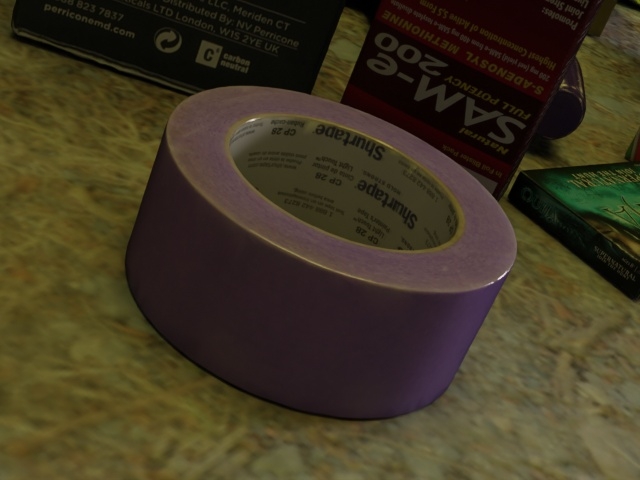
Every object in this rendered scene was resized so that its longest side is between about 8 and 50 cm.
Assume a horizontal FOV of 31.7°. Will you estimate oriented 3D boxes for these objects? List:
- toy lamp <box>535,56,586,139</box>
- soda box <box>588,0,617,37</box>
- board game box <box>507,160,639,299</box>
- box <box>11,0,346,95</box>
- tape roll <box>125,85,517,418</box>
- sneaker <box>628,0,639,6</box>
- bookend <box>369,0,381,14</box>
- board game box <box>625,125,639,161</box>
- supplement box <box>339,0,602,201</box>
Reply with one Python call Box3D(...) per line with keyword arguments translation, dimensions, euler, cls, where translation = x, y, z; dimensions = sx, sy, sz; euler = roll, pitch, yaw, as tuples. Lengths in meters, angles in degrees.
Box3D(translation=(0.171, -0.173, 1.004), dimensions=(0.080, 0.080, 0.275), euler=(13, 31, -17), cls="toy lamp")
Box3D(translation=(0.291, -0.310, 1.340), dimensions=(0.058, 0.061, 0.181), euler=(13, 30, -17), cls="soda box")
Box3D(translation=(0.242, -0.014, 0.839), dimensions=(0.186, 0.026, 0.126), euler=(-8, 41, -44), cls="board game box")
Box3D(translation=(-0.047, -0.338, 0.797), dimensions=(0.212, 0.396, 0.293), euler=(17, 29, -10), cls="box")
Box3D(translation=(0.000, 0.000, 0.586), dimensions=(0.189, 0.080, 0.189), euler=(17, 29, -10), cls="tape roll")
Box3D(translation=(0.511, -0.371, 1.538), dimensions=(0.300, 0.121, 0.111), euler=(-1, 37, -37), cls="sneaker")
Box3D(translation=(0.053, -0.243, 1.045), dimensions=(0.156, 0.072, 0.157), euler=(13, 31, -16), cls="bookend")
Box3D(translation=(0.385, -0.055, 0.908), dimensions=(0.259, 0.124, 0.039), euler=(35, 33, 22), cls="board game box")
Box3D(translation=(0.108, -0.148, 0.746), dimensions=(0.130, 0.239, 0.073), euler=(28, 30, 9), cls="supplement box")
